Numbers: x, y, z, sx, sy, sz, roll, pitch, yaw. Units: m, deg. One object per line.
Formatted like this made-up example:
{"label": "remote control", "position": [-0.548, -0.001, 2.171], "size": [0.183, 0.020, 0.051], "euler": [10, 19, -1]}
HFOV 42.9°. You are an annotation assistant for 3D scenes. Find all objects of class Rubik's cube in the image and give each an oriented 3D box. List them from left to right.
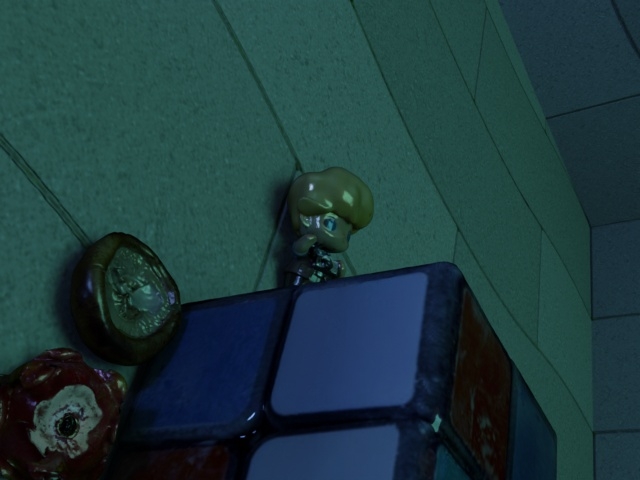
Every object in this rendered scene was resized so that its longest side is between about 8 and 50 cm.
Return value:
{"label": "Rubik's cube", "position": [0.018, 0.245, 0.727], "size": [0.318, 0.316, 0.313], "euler": [52, 38, -37]}

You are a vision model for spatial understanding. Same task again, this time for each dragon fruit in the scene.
{"label": "dragon fruit", "position": [-0.196, 0.140, 0.637], "size": [0.126, 0.068, 0.112], "euler": [50, 39, -38]}

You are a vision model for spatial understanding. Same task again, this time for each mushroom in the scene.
{"label": "mushroom", "position": [-0.175, 0.052, 0.723], "size": [0.123, 0.052, 0.123], "euler": [43, 38, -46]}

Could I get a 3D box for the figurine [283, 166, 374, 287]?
{"label": "figurine", "position": [0.000, 0.000, 1.014], "size": [0.114, 0.108, 0.196], "euler": [26, 60, -25]}
